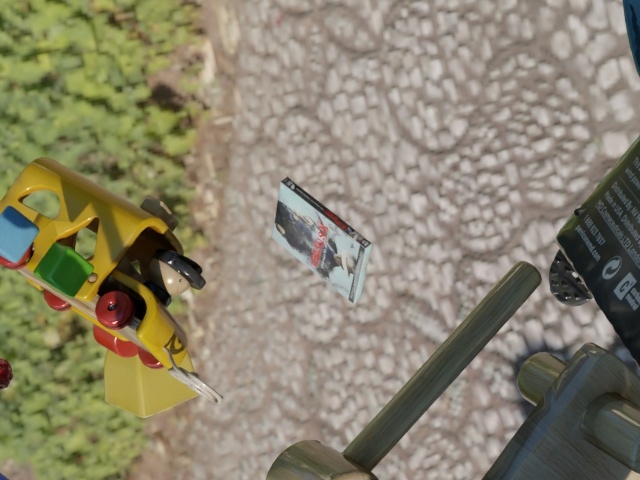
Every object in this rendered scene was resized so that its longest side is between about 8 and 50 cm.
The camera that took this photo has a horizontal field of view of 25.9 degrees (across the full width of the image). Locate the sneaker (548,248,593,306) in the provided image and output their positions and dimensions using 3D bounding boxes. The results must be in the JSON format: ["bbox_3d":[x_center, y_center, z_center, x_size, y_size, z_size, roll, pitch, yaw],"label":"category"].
[{"bbox_3d":[0.343,-0.017,1.506,0.078,0.106,0.234,48,117,27],"label":"sneaker"}]

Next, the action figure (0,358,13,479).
[{"bbox_3d":[-0.193,0.123,0.756,0.280,0.091,0.139,47,-166,-4],"label":"action figure"}]

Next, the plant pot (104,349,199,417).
[{"bbox_3d":[-0.193,0.138,1.559,0.081,0.081,0.083,14,115,46],"label":"plant pot"}]

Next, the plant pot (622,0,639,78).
[{"bbox_3d":[0.458,-0.279,1.482,0.293,0.196,0.293,171,90,-87],"label":"plant pot"}]

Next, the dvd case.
[{"bbox_3d":[0.000,0.000,1.405,0.119,0.013,0.087,38,143,22],"label":"dvd case"}]

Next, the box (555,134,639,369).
[{"bbox_3d":[0.548,-0.006,1.165,0.472,0.480,0.297,-53,19,15],"label":"box"}]

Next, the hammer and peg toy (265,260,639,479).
[{"bbox_3d":[0.153,0.197,0.929,0.361,0.266,0.127,41,175,-35],"label":"hammer and peg toy"}]

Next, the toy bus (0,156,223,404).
[{"bbox_3d":[-0.150,0.016,1.037,0.202,0.104,0.191,38,166,-20],"label":"toy bus"}]
